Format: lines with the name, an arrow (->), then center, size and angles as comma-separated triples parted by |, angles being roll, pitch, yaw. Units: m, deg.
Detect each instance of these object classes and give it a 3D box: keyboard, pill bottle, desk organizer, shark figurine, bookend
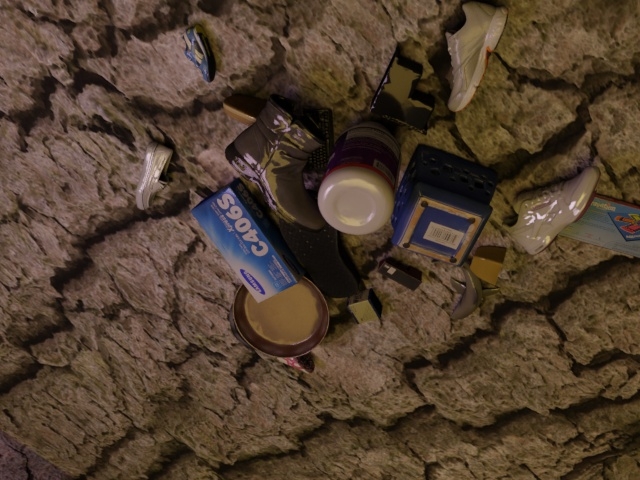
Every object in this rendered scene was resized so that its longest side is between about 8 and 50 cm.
keyboard -> -0.019, -0.271, 1.808 | 0.108, 0.023, 0.180 | 3, 125, 10
pill bottle -> 0.105, -0.169, 1.666 | 0.182, 0.323, 0.181 | 6, 126, 8
desk organizer -> 0.238, 0.094, 2.002 | 0.130, 0.050, 0.047 | 28, 127, -9
shark figurine -> 0.428, 0.136, 1.956 | 0.166, 0.116, 0.278 | -14, 124, 19
bookend -> 0.224, -0.367, 1.653 | 0.156, 0.072, 0.157 | 21, 127, -5

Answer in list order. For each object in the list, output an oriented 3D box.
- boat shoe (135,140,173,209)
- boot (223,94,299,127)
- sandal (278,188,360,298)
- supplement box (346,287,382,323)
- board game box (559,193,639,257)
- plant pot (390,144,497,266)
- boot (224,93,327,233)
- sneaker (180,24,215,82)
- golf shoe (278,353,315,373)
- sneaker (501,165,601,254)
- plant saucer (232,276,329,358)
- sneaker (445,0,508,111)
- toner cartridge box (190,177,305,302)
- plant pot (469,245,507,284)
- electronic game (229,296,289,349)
boat shoe -> -0.478, -0.175, 1.938 | 0.076, 0.083, 0.226 | 19, 127, -1
boot -> -0.152, -0.263, 1.801 | 0.262, 0.095, 0.203 | 21, 133, 2
sandal -> -0.002, 0.001, 1.969 | 0.168, 0.107, 0.445 | -7, 137, 16
supplement box -> 0.138, 0.207, 2.103 | 0.083, 0.056, 0.083 | -19, 120, 23
board game box -> 0.788, -0.042, 1.799 | 0.281, 0.027, 0.145 | 16, 128, 1
plant pot -> 0.318, -0.077, 1.759 | 0.236, 0.212, 0.236 | 19, 126, -2
boot -> -0.059, -0.185, 1.686 | 0.338, 0.118, 0.223 | 42, 118, -15
sneaker -> -0.309, -0.471, 1.706 | 0.059, 0.053, 0.144 | -8, 115, 17
golf shoe -> -0.102, 0.392, 2.290 | 0.186, 0.067, 0.086 | 41, 130, -6
sneaker -> 0.592, -0.091, 1.738 | 0.152, 0.114, 0.305 | 38, 131, 4
plant saucer -> -0.123, 0.225, 2.123 | 0.311, 0.050, 0.310 | 3, 110, 8
sneaker -> 0.338, -0.435, 1.576 | 0.121, 0.099, 0.262 | 22, 120, 5
toner cartridge box -> -0.212, 0.004, 1.977 | 0.165, 0.075, 0.348 | -28, 104, 29
plant pot -> 0.475, 0.064, 1.915 | 0.083, 0.081, 0.081 | 18, 128, 14
electronic game -> -0.188, 0.261, 2.199 | 0.229, 0.048, 0.229 | 3, 110, 9
